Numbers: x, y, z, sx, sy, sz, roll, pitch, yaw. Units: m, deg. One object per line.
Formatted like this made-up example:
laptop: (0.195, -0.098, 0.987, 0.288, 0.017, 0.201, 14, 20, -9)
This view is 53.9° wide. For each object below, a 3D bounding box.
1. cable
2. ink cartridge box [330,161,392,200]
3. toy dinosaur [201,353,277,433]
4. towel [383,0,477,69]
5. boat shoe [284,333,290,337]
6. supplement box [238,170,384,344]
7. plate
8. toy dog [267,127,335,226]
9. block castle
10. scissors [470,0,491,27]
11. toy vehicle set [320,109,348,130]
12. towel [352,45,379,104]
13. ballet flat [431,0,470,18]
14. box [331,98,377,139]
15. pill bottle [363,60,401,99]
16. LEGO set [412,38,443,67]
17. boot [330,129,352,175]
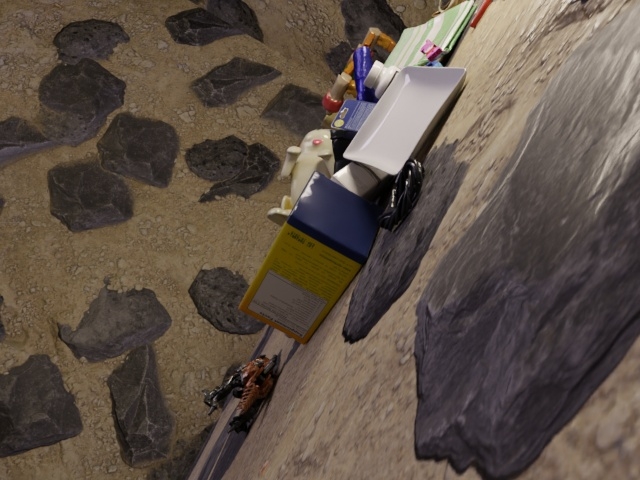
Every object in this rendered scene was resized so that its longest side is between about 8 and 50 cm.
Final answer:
cable: (0.155, -0.089, 1.236, 0.151, 0.047, 0.184, -60, 4, 11)
ink cartridge box: (0.095, -0.136, 1.617, 0.218, 0.092, 0.159, -41, -10, -39)
toy dinosaur: (-0.206, 0.404, 1.742, 0.218, 0.164, 0.322, -45, -17, 4)
towel: (0.341, -0.652, 2.066, 0.324, 0.038, 0.248, -2, 53, 56)
boat shoe: (-0.030, 0.117, 1.748, 0.321, 0.118, 0.103, -65, 9, 2)
supplement box: (-0.027, 0.048, 1.515, 0.357, 0.194, 0.195, -57, 5, 41)
plate: (0.197, -0.278, 1.462, 0.278, 0.045, 0.277, -57, 27, 0)
toy dog: (0.010, -0.237, 2.416, 0.395, 0.284, 0.408, 34, -122, -58)
block castle: (0.221, -0.631, 2.570, 0.453, 0.303, 0.213, -62, 3, -40)
scissors: (0.488, -0.704, 1.673, 0.297, 0.021, 0.109, -57, 3, 36)
toy vehicle set: (0.144, -0.470, 2.664, 0.035, 0.266, 0.166, -56, 5, 44)
towel: (0.144, -0.430, 2.008, 0.227, 0.076, 0.308, 35, -129, -71)
ballet flat: (0.488, -0.875, 2.137, 0.342, 0.124, 0.116, -58, 5, 39)
box: (0.155, -0.320, 1.720, 0.037, 0.225, 0.136, 85, -155, -49)
pill bottle: (0.229, -0.450, 1.868, 0.108, 0.193, 0.108, -60, 3, 6)
LEGO set: (0.292, -0.523, 1.946, 0.227, 0.087, 0.093, -39, 47, 30)
boot: (0.147, -0.218, 1.795, 0.094, 0.246, 0.207, -139, 44, -79)
